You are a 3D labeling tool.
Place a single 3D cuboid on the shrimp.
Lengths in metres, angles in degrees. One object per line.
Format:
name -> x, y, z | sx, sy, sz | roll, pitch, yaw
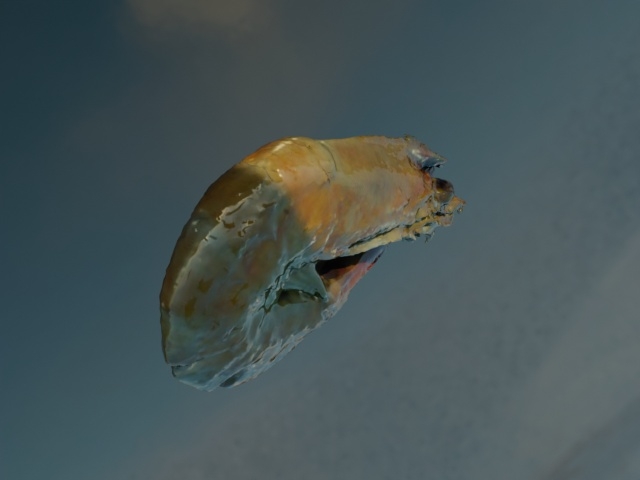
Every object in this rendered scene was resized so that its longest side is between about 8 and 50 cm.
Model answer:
shrimp -> 0.000, 0.000, 0.719 | 0.190, 0.042, 0.101 | -21, 133, -51
